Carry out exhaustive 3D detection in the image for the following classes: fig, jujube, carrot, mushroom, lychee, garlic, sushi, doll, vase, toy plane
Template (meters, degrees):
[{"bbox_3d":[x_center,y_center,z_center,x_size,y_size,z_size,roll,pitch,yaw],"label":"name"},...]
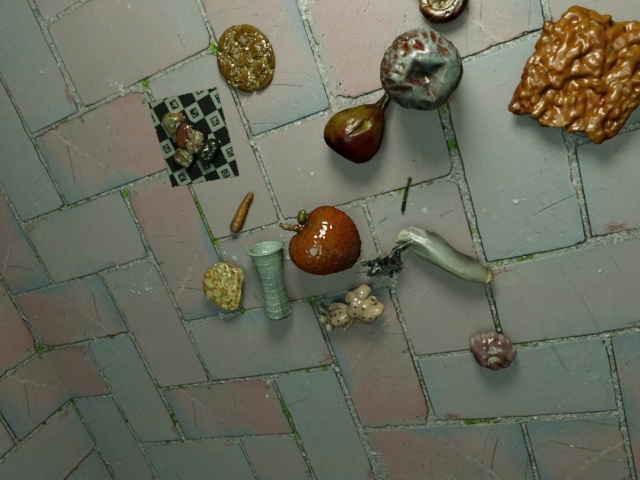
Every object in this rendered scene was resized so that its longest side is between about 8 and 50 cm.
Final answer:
[{"bbox_3d":[0.131,-0.388,1.365,0.190,0.191,0.290,30,117,5],"label":"fig"},{"bbox_3d":[0.280,-0.477,1.206,0.225,0.317,0.226,5,118,10],"label":"jujube"},{"bbox_3d":[-0.304,-0.111,1.685,0.047,0.047,0.191,32,113,4],"label":"carrot"},{"bbox_3d":[0.426,0.054,1.474,0.351,0.109,0.097,30,118,4],"label":"mushroom"},{"bbox_3d":[0.000,0.000,1.524,0.300,0.255,0.255,35,117,-2],"label":"lychee"},{"bbox_3d":[0.621,0.400,1.551,0.159,0.102,0.147,36,116,1],"label":"garlic"},{"bbox_3d":[0.335,-0.696,1.230,0.170,0.080,0.135,30,104,5],"label":"mushroom"},{"bbox_3d":[-0.496,-0.374,1.627,0.319,0.069,0.340,-4,109,19],"label":"sushi"},{"bbox_3d":[0.110,0.270,1.668,0.278,0.119,0.154,-22,102,34],"label":"doll"},{"bbox_3d":[-0.189,0.162,1.707,0.143,0.143,0.299,-1,113,18],"label":"vase"},{"bbox_3d":[0.240,0.075,1.506,0.192,0.088,0.262,12,154,-26],"label":"toy plane"}]

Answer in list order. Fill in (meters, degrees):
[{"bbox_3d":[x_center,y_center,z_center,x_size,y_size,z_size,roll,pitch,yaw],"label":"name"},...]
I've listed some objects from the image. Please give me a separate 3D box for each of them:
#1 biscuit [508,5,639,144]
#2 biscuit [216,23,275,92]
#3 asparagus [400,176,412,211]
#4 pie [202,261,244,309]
[{"bbox_3d":[0.722,-0.454,1.182,0.311,0.110,0.318,21,115,10],"label":"biscuit"},{"bbox_3d":[-0.258,-0.618,1.471,0.225,0.042,0.226,6,113,14],"label":"biscuit"},{"bbox_3d":[0.295,-0.158,1.486,0.018,0.015,0.127,9,114,4],"label":"asparagus"},{"bbox_3d":[-0.400,0.188,1.807,0.178,0.084,0.205,12,112,12],"label":"pie"}]
